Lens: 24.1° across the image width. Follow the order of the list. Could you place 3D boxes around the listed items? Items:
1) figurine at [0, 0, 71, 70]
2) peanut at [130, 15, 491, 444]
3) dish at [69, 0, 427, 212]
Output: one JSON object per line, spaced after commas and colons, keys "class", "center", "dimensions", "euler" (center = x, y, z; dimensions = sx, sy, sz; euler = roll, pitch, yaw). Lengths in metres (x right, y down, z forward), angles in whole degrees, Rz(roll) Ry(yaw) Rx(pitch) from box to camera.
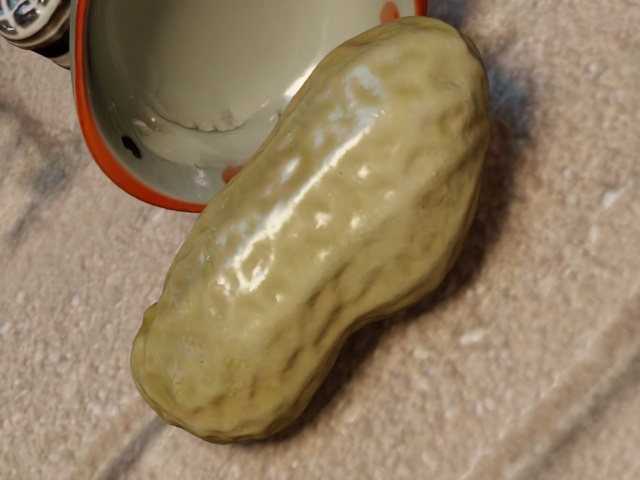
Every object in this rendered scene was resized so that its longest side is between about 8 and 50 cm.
{"class": "figurine", "center": [-0.106, -0.271, 1.158], "dimensions": [0.323, 0.196, 0.320], "euler": [-49, 13, 14]}
{"class": "peanut", "center": [0.000, 0.000, 0.952], "dimensions": [0.313, 0.152, 0.152], "euler": [-50, 47, 4]}
{"class": "dish", "center": [-0.058, -0.147, 1.020], "dimensions": [0.256, 0.256, 0.117], "euler": [-42, 32, 8]}
